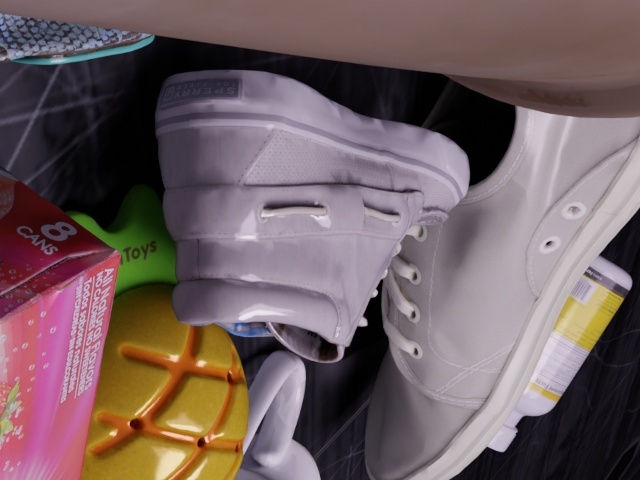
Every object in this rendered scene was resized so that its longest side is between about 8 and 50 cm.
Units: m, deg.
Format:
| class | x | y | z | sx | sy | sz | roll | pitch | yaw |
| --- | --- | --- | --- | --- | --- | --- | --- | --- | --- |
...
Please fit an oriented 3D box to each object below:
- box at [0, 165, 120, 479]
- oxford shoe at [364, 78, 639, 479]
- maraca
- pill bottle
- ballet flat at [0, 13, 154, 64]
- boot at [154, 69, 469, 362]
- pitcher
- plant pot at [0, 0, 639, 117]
| class | x | y | z | sx | sy | sz | roll | pitch | yaw |
| --- | --- | --- | --- | --- | --- | --- | --- | --- | --- |
| box | -0.171 | 0.089 | 0.537 | 0.122 | 0.128 | 0.257 | -33 | 148 | -44 |
| oxford shoe | 0.095 | 0.006 | 0.995 | 0.449 | 0.130 | 0.169 | 114 | -20 | -44 |
| maraca | -0.091 | 0.067 | 0.723 | 0.127 | 0.099 | 0.185 | -27 | 120 | -44 |
| pill bottle | 0.174 | 0.082 | 1.272 | 0.184 | 0.103 | 0.103 | -58 | 158 | 5 |
| ballet flat | -0.114 | -0.086 | 0.503 | 0.188 | 0.070 | 0.070 | -29 | 146 | -55 |
| boot | 0.000 | 0.000 | 0.757 | 0.258 | 0.095 | 0.123 | 12 | 77 | -59 |
| pitcher | -0.060 | 0.166 | 0.914 | 0.207 | 0.125 | 0.177 | -22 | 121 | -71 |
| plant pot | -0.004 | -0.170 | 0.348 | 0.280 | 0.323 | 0.323 | -15 | 138 | -34 |
